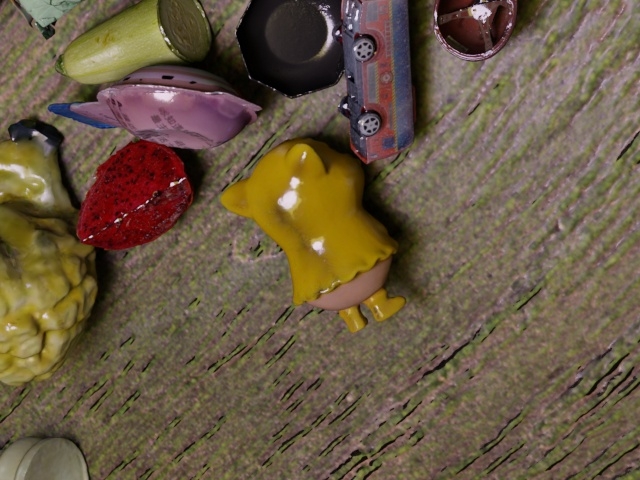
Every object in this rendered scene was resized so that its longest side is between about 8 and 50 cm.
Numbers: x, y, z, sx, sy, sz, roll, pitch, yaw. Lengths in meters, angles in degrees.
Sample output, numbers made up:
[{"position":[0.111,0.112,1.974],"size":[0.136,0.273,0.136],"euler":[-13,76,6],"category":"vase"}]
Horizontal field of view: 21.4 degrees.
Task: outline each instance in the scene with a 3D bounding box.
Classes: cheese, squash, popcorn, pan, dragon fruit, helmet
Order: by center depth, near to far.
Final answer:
[{"position":[0.172,-0.246,1.769],"size":[0.089,0.057,0.111],"euler":[34,126,12],"category":"helmet"},{"position":[0.009,-0.237,1.857],"size":[0.202,0.048,0.128],"euler":[-16,110,4],"category":"pan"},{"position":[-0.190,-0.148,1.928],"size":[0.286,0.189,0.074],"euler":[-1,76,42],"category":"cheese"},{"position":[-0.232,-0.223,1.963],"size":[0.224,0.094,0.094],"euler":[-14,105,38],"category":"squash"},{"position":[-0.212,-0.058,2.022],"size":[0.162,0.083,0.106],"euler":[-35,52,19],"category":"dragon fruit"},{"position":[-0.410,0.046,2.056],"size":[0.293,0.293,0.237],"euler":[39,140,5],"category":"popcorn"}]

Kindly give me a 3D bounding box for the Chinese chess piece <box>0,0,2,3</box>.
[{"position":[-0.445,-0.350,1.899],"size":[0.097,0.251,0.251],"euler":[-17,104,12],"category":"Chinese chess piece"}]

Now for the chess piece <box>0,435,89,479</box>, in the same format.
[{"position":[-0.451,0.325,2.265],"size":[0.251,0.144,0.144],"euler":[1,112,30],"category":"chess piece"}]

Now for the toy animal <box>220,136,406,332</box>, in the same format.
[{"position":[0.004,-0.002,1.906],"size":[0.156,0.156,0.230],"euler":[-30,100,32],"category":"toy animal"}]

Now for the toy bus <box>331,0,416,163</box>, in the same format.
[{"position":[0.061,-0.182,1.827],"size":[0.077,0.065,0.192],"euler":[-13,119,-16],"category":"toy bus"}]

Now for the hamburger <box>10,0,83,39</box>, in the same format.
[{"position":[-0.262,-0.370,1.809],"size":[0.276,0.150,0.260],"euler":[-25,103,-7],"category":"hamburger"}]
